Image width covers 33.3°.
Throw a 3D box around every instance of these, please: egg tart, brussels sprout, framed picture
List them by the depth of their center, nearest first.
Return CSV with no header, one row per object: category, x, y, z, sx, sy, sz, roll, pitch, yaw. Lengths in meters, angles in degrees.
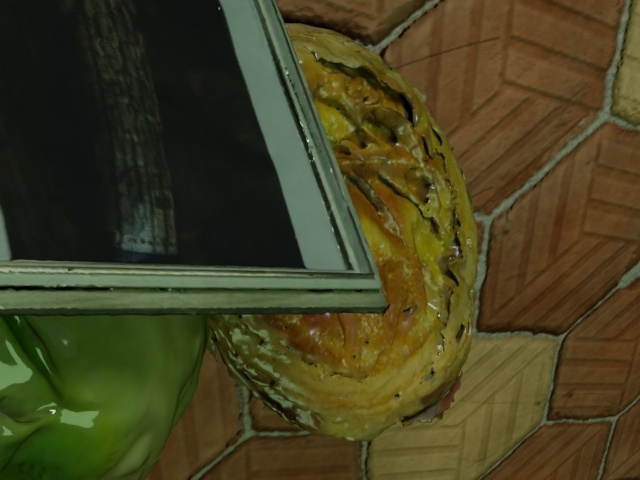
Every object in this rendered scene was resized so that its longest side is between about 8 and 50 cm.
framed picture,-0.096,-0.097,0.500,0.231,0.293,0.018,2,148,-40
brussels sprout,-0.195,0.040,0.552,0.259,0.227,0.294,-7,132,20
egg tart,0.000,0.000,0.740,0.297,0.297,0.132,13,160,-41
